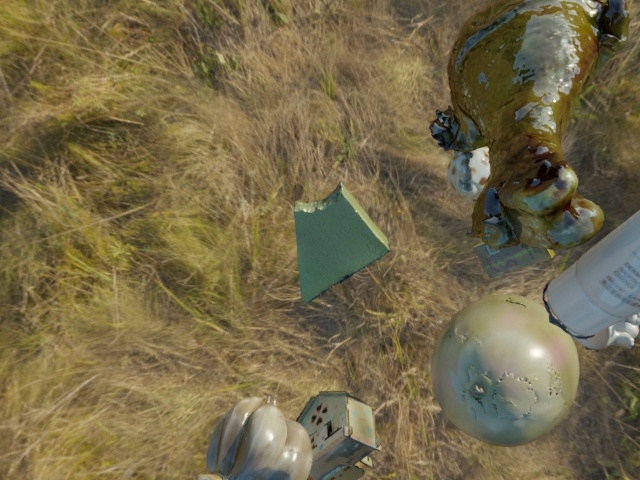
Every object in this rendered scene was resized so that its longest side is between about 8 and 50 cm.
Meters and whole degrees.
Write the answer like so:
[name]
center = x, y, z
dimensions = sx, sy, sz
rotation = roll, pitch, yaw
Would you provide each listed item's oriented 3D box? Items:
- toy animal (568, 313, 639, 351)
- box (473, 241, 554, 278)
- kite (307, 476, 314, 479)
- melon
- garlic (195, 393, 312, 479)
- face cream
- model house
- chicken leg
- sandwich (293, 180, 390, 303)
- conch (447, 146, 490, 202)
[toy animal]
center = 0.622, 0.147, 1.132
dimensions = 0.220, 0.130, 0.104
rotation = -16, 95, -30
[box]
center = 0.423, 0.023, 1.220
dimensions = 0.156, 0.022, 0.089
rotation = -31, 87, 43
[kite]
center = -0.060, 0.654, 1.465
dimensions = 0.125, 0.222, 0.008
rotation = -22, 50, 8
[melon]
center = 0.297, 0.203, 0.896
dimensions = 0.223, 0.317, 0.223
rotation = 2, 95, 26
[garlic]
center = -0.149, 0.501, 1.328
dimensions = 0.210, 0.237, 0.292
rotation = 54, 55, -26
[face cream]
center = 0.257, -0.006, 0.382
dimensions = 0.092, 0.244, 0.058
rotation = 29, 50, -3
[model house]
center = 0.032, 0.589, 1.663
dimensions = 0.169, 0.244, 0.326
rotation = 35, 115, -24
[chicken leg]
center = 0.181, -0.137, 0.534
dimensions = 0.140, 0.211, 0.361
rotation = 36, 61, -11
[sandwich]
center = 0.000, 0.000, 1.247
dimensions = 0.245, 0.063, 0.212
rotation = -34, 111, 18
[conch]
center = 0.447, -0.201, 1.588
dimensions = 0.148, 0.275, 0.183
rotation = 8, 120, -6
